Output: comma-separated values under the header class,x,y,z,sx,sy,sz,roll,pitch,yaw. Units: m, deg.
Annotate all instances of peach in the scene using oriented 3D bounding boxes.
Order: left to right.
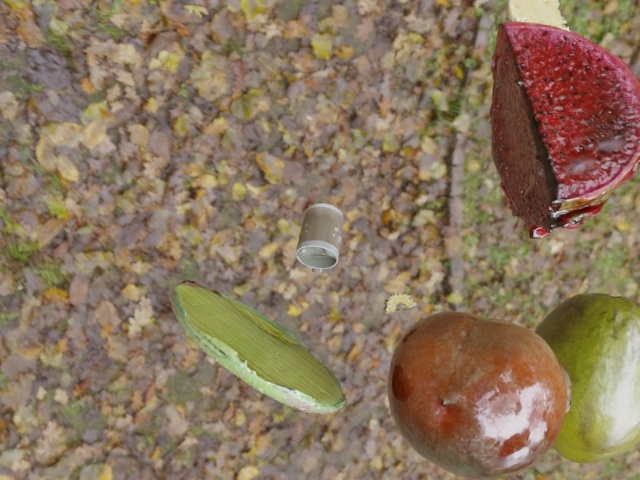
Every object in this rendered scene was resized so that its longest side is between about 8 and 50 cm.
class,x,y,z,sx,sy,sz,roll,pitch,yaw
peach,0.215,0.218,1.124,0.253,0.252,0.252,-14,116,-30

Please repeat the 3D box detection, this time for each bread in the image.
class,x,y,z,sx,sy,sz,roll,pitch,yaw
bread,-0.091,0.156,1.134,0.301,0.301,0.045,30,96,-39
bread,0.517,-0.512,1.893,0.182,0.039,0.250,-8,80,-25

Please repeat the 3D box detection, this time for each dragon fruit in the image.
class,x,y,z,sx,sy,sz,roll,pitch,yaw
dragon fruit,0.277,-0.115,0.905,0.163,0.189,0.261,39,40,-52

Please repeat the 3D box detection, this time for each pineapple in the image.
class,x,y,z,sx,sy,sz,roll,pitch,yaw
pineapple,0.177,0.140,1.822,0.083,0.045,0.019,-16,158,-17

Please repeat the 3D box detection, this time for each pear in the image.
class,x,y,z,sx,sy,sz,roll,pitch,yaw
pear,0.638,0.310,1.859,0.352,0.352,0.413,-3,109,-34

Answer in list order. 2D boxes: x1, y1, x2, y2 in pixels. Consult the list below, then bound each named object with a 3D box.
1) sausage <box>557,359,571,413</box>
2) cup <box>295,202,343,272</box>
class,x,y,z,sx,sy,sz,roll,pitch,yaw
sausage,0.343,0.287,1.507,0.253,0.123,0.123,-11,125,16
cup,0.007,-0.001,1.414,0.102,0.074,0.099,55,36,-46
